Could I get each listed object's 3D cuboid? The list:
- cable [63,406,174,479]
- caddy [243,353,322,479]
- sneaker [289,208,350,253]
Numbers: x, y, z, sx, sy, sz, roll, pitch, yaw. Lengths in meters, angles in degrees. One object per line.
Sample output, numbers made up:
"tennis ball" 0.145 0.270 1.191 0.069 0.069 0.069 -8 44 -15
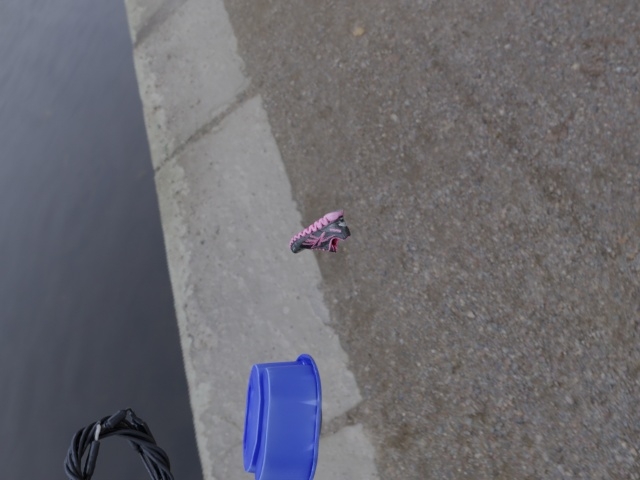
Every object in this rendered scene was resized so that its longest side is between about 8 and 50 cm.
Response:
"cable" -0.297 0.354 0.929 0.047 0.150 0.185 -24 91 33
"caddy" -0.080 0.458 1.565 0.241 0.179 0.341 166 109 -68
"sneaker" 0.000 0.000 0.965 0.119 0.047 0.057 -32 88 39
